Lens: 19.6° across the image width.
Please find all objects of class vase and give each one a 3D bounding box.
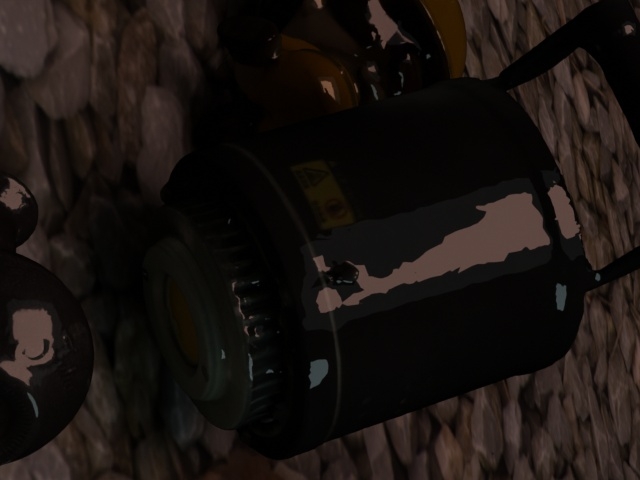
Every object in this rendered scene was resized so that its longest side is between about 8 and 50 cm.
[{"bbox_3d":[-0.178,0.032,0.958,0.183,0.120,0.120,-101,164,-53],"label":"vase"}]

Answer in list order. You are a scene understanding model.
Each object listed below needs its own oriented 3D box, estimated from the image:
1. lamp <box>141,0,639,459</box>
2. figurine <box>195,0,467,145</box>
[{"bbox_3d":[0.028,0.014,1.185,0.272,0.374,0.205,-11,71,-42],"label":"lamp"},{"bbox_3d":[0.018,-0.130,1.390,0.257,0.167,0.192,-60,146,-54],"label":"figurine"}]
